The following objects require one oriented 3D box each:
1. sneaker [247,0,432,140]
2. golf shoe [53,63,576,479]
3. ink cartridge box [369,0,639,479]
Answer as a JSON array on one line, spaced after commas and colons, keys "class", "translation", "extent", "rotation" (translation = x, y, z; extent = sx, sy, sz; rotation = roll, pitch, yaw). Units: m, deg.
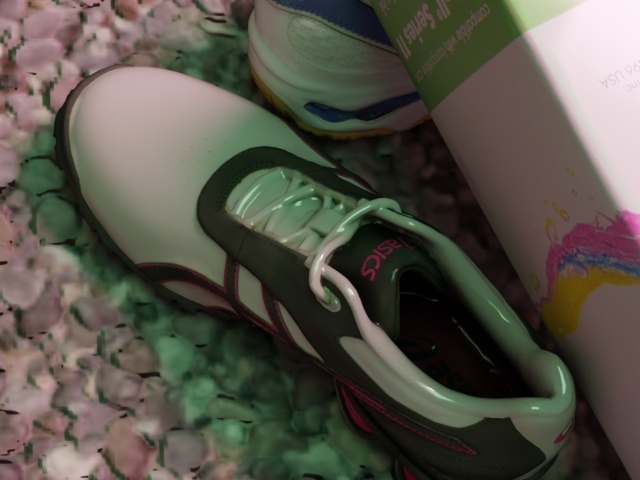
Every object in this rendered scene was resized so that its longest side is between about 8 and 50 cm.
[{"class": "sneaker", "translation": [0.107, -0.147, 0.604], "extent": [0.296, 0.131, 0.112], "rotation": [-25, 62, -20]}, {"class": "golf shoe", "translation": [0.000, 0.000, 0.542], "extent": [0.273, 0.120, 0.105], "rotation": [38, 69, 7]}, {"class": "ink cartridge box", "translation": [0.191, -0.009, 0.482], "extent": [0.207, 0.119, 0.353], "rotation": [-27, 88, -15]}]
